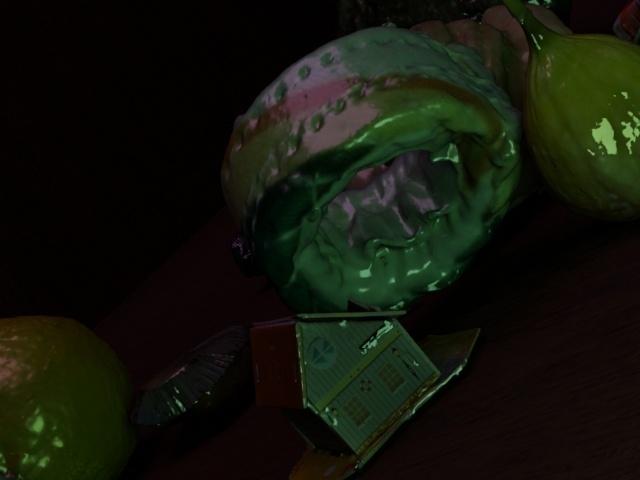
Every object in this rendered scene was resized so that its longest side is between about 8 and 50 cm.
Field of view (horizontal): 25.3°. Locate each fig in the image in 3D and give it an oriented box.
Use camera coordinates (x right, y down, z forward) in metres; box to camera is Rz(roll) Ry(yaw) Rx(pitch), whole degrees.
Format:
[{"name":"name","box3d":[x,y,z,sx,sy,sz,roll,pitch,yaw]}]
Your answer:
[{"name":"fig","box3d":[0.222,-0.130,1.235,0.159,0.257,0.159,-34,25,18]}]

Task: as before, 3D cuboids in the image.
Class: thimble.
[{"name":"thimble","box3d":[0.053,-0.063,1.344,0.288,0.254,0.167,-38,47,13]}]

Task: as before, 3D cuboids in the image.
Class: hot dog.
[{"name":"hot dog","box3d":[-0.145,0.175,1.781,0.162,0.082,0.270,-29,3,11]}]

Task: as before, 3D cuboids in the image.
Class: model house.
[{"name":"model house","box3d":[0.011,0.103,1.280,0.207,0.136,0.219,-43,9,-15]}]

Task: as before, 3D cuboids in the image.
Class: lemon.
[{"name":"lemon","box3d":[-0.364,0.230,1.818,0.268,0.268,0.322,-38,33,6]}]

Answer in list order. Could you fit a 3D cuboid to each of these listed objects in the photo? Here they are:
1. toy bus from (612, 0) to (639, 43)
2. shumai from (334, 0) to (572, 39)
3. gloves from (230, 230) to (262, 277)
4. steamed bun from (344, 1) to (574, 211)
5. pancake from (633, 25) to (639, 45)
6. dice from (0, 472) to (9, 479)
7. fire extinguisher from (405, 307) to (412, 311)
[{"name":"toy bus","box3d":[0.431,-0.297,1.813,0.077,0.079,0.174,-43,4,45]},{"name":"shumai","box3d":[0.234,-0.335,2.208,0.395,0.395,0.348,-36,-11,22]},{"name":"gloves","box3d":[-0.044,-0.010,2.301,0.180,0.106,0.129,-14,-2,27]},{"name":"steamed bun","box3d":[0.154,-0.133,1.632,0.372,0.230,0.325,-43,6,-14]},{"name":"pancake","box3d":[0.414,-0.256,1.646,0.129,0.022,0.116,-39,-30,3]},{"name":"dice","box3d":[-0.409,0.361,1.393,0.259,0.243,0.251,-41,8,7]},{"name":"fire extinguisher","box3d":[0.075,0.074,1.540,0.028,0.022,0.083,1,-20,-39]}]
